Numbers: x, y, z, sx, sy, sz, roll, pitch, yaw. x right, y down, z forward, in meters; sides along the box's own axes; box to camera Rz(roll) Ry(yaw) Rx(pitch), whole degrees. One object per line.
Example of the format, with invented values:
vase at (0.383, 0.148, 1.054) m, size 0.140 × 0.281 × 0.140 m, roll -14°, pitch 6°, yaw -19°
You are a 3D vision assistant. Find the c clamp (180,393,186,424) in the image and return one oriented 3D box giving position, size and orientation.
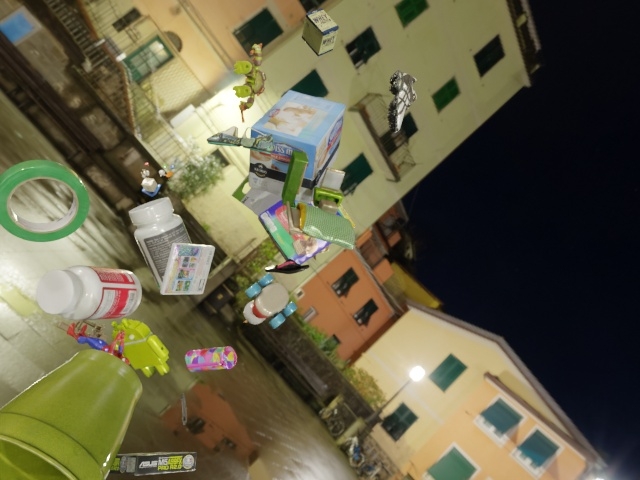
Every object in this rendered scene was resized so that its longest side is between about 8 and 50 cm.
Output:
c clamp at (-0.688, 0.848, 2.301) m, size 0.137 × 0.022 × 0.161 m, roll 155°, pitch -70°, yaw -66°

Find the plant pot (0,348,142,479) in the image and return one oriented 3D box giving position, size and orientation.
plant pot at (-0.694, 0.510, 1.280) m, size 0.366 × 0.366 × 0.353 m, roll 52°, pitch 30°, yaw -17°

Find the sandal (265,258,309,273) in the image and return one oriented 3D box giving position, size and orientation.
sandal at (-0.119, 0.085, 1.552) m, size 0.179 × 0.067 × 0.040 m, roll -1°, pitch -77°, yaw 35°

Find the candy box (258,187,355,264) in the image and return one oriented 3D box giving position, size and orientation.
candy box at (-0.057, -0.077, 1.917) m, size 0.268 × 0.317 × 0.122 m, roll 56°, pitch -12°, yaw -3°

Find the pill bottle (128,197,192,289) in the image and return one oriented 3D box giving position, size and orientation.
pill bottle at (-0.661, 0.014, 1.958) m, size 0.204 × 0.204 × 0.361 m, roll 25°, pitch -45°, yaw 65°

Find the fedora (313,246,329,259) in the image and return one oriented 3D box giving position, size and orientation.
fedora at (0.000, 0.000, 2.196) m, size 0.194 × 0.079 × 0.195 m, roll 178°, pitch -90°, yaw -89°

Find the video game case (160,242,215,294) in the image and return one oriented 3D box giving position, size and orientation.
video game case at (-0.398, 0.087, 1.382) m, size 0.019 × 0.157 × 0.143 m, roll 24°, pitch 11°, yaw 39°

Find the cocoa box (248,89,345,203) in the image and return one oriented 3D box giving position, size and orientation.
cocoa box at (-0.076, -0.335, 1.590) m, size 0.231 × 0.347 × 0.228 m, roll 18°, pitch -49°, yaw 9°

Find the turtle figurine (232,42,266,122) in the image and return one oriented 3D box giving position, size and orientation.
turtle figurine at (-0.226, -0.506, 1.499) m, size 0.087 × 0.270 × 0.217 m, roll 20°, pitch 19°, yaw -1°

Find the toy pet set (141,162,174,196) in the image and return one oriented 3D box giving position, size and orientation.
toy pet set at (-0.619, -0.228, 1.739) m, size 0.122 × 0.114 × 0.065 m, roll 9°, pitch -31°, yaw 11°

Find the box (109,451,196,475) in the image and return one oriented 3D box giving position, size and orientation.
box at (-0.593, 0.764, 1.578) m, size 0.270 × 0.060 × 0.216 m, roll -22°, pitch -30°, yaw 40°

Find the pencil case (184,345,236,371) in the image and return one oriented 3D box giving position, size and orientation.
pencil case at (-0.481, 0.519, 2.003) m, size 0.236 × 0.104 × 0.104 m, roll -13°, pitch -49°, yaw 27°

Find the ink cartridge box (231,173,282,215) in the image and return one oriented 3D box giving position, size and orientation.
ink cartridge box at (-0.261, -0.217, 2.178) m, size 0.255 × 0.189 × 0.097 m, roll 37°, pitch 25°, yaw -17°

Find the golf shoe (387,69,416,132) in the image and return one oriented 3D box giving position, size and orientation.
golf shoe at (0.271, -0.447, 1.488) m, size 0.093 × 0.198 × 0.077 m, roll 4°, pitch 3°, yaw -14°

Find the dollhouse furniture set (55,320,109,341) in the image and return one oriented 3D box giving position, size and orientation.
dollhouse furniture set at (-1.084, 0.395, 2.119) m, size 0.160 × 0.101 × 0.182 m, roll -6°, pitch -38°, yaw 42°

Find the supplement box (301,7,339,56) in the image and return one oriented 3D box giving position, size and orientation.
supplement box at (-0.002, -0.585, 1.289) m, size 0.083 × 0.056 × 0.083 m, roll 51°, pitch -24°, yaw 13°

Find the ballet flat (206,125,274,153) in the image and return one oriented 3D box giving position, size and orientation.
ballet flat at (-0.217, -0.282, 1.259) m, size 0.188 × 0.070 × 0.070 m, roll 10°, pitch -14°, yaw 1°

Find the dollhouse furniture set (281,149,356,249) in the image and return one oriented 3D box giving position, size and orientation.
dollhouse furniture set at (0.006, -0.123, 1.307) m, size 0.197 × 0.151 × 0.301 m, roll 13°, pitch 24°, yaw -14°

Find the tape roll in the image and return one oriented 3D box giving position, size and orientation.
tape roll at (-1.082, -0.151, 1.787) m, size 0.077 × 0.321 × 0.321 m, roll 42°, pitch -12°, yaw 44°

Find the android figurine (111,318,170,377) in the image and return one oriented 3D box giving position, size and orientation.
android figurine at (-0.692, 0.408, 1.750) m, size 0.248 × 0.056 × 0.273 m, roll -14°, pitch -66°, yaw 28°

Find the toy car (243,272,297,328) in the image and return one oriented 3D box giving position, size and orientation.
toy car at (-0.282, 0.320, 2.196) m, size 0.238 × 0.210 × 0.219 m, roll -38°, pitch -89°, yaw 37°

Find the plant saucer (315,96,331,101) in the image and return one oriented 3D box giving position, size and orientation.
plant saucer at (0.011, -0.515, 1.904) m, size 0.195 × 0.195 × 0.037 m, roll 49°, pitch -23°, yaw -3°

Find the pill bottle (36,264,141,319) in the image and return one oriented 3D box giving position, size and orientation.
pill bottle at (-0.983, 0.226, 1.971) m, size 0.229 × 0.229 × 0.407 m, roll 45°, pitch 5°, yaw 15°

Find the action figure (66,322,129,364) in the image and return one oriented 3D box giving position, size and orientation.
action figure at (-0.765, 0.347, 1.637) m, size 0.280 × 0.139 × 0.091 m, roll 27°, pitch -4°, yaw 23°
